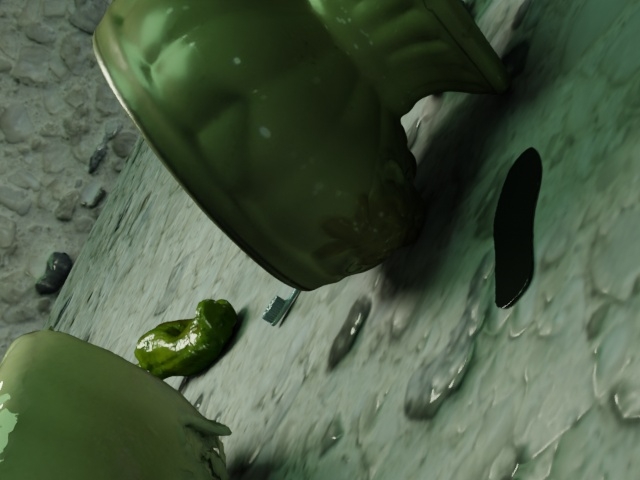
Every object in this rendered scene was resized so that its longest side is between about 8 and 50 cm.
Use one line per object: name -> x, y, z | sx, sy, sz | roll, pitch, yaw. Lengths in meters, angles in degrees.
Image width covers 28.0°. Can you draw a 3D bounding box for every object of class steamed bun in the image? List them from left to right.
steamed bun -> -0.217, 0.256, 1.089 | 0.311, 0.233, 0.334 | -67, 8, -15

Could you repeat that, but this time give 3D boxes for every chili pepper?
chili pepper -> -0.162, 0.118, 1.453 | 0.204, 0.073, 0.072 | -27, 17, 44

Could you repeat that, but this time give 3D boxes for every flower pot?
flower pot -> 0.000, -0.132, 1.025 | 0.244, 0.307, 0.307 | -38, 20, 10

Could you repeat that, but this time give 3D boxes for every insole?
insole -> 0.134, -0.011, 0.880 | 0.053, 0.002, 0.152 | -49, 19, 36

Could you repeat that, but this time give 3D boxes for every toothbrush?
toothbrush -> 0.000, 0.000, 1.254 | 0.193, 0.019, 0.013 | -57, 15, 4

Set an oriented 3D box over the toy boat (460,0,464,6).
toy boat -> 0.093, -0.190, 1.202 | 0.059, 0.069, 0.172 | -55, 11, 54
